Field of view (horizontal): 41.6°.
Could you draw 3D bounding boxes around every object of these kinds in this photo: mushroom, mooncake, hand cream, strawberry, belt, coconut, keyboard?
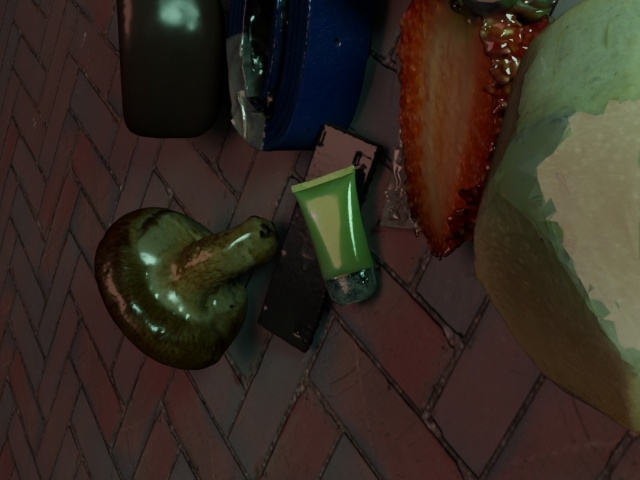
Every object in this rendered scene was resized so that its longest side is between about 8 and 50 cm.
[{"bbox_3d":[-0.221,0.044,1.310,0.267,0.267,0.254,42,118,48],"label":"mushroom"},{"bbox_3d":[-0.252,-0.333,1.418,0.334,0.174,0.325,-179,85,-80],"label":"mooncake"},{"bbox_3d":[0.111,-0.141,1.051,0.084,0.050,0.256,13,101,55],"label":"hand cream"},{"bbox_3d":[0.171,-0.141,0.923,0.233,0.138,0.306,-124,31,-55],"label":"strawberry"},{"bbox_3d":[-0.035,-0.297,1.176,0.212,0.117,0.346,24,113,50],"label":"belt"},{"bbox_3d":[0.278,-0.013,0.595,0.353,0.353,0.352,-11,76,53],"label":"coconut"},{"bbox_3d":[0.000,0.000,1.172,0.106,0.027,0.316,29,110,25],"label":"keyboard"},{"bbox_3d":[0.025,-0.002,1.116,0.095,0.046,0.174,-17,84,24],"label":"hand cream"}]

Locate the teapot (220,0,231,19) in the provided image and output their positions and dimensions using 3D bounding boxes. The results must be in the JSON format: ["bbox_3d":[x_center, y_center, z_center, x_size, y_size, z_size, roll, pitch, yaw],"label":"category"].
[{"bbox_3d":[-0.091,-0.369,1.309,0.108,0.111,0.149,8,84,34],"label":"teapot"}]
